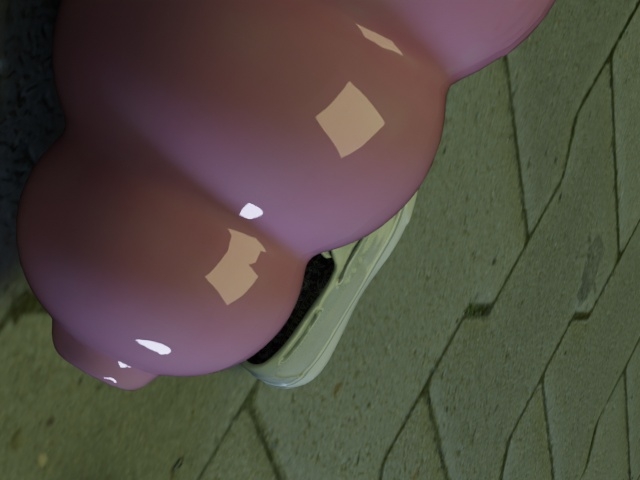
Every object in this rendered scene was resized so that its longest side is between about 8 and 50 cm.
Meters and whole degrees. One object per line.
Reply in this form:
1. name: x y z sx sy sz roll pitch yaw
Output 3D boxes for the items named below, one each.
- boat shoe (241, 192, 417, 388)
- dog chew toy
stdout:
1. boat shoe: 0.000 0.000 1.089 0.184 0.066 0.063 -59 158 1
2. dog chew toy: -0.021 -0.088 0.794 0.332 0.206 0.206 -62 158 2
